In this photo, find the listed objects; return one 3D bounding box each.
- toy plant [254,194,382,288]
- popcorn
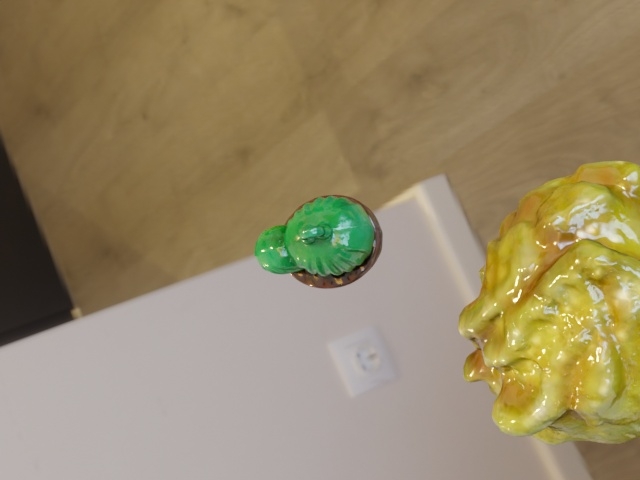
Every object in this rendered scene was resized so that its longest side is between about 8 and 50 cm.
[{"bbox_3d":[0.000,0.000,1.353,0.143,0.200,0.105,-11,81,21],"label":"toy plant"},{"bbox_3d":[0.297,0.085,1.170,0.325,0.290,0.321,64,149,23],"label":"popcorn"}]
